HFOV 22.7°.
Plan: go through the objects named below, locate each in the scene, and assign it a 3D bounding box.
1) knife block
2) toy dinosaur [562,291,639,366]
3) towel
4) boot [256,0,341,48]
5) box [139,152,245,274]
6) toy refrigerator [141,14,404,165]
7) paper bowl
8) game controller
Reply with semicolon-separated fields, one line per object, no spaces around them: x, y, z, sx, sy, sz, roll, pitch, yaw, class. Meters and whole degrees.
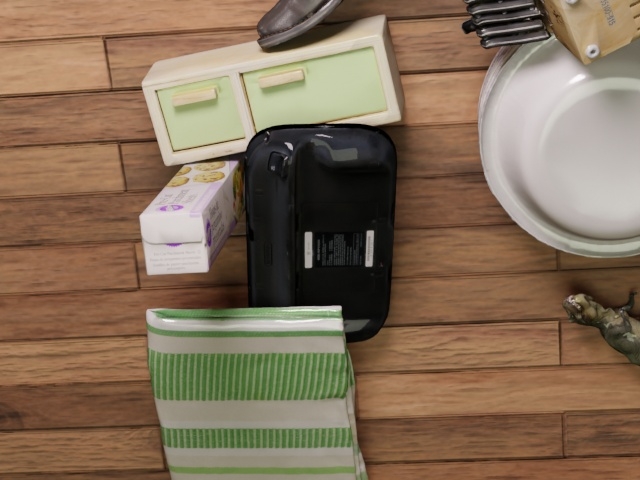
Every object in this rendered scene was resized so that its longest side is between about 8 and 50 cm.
0.271;-0.285;1.632;0.275;0.242;0.088;-27;122;1;knife block
0.404;0.118;1.857;0.268;0.064;0.118;40;117;-13;toy dinosaur
-0.073;0.205;1.906;0.248;0.038;0.325;-1;130;7;towel
-0.032;-0.359;1.693;0.263;0.091;0.229;-42;98;15;boot
-0.126;-0.036;1.698;0.067;0.324;0.063;-4;104;7;box
-0.050;-0.164;1.761;0.269;0.094;0.102;-10;112;10;toy refrigerator
0.312;-0.115;1.719;0.284;0.148;0.284;2;111;5;paper bowl
0.000;0.000;1.803;0.166;0.067;0.319;-7;133;-8;game controller
